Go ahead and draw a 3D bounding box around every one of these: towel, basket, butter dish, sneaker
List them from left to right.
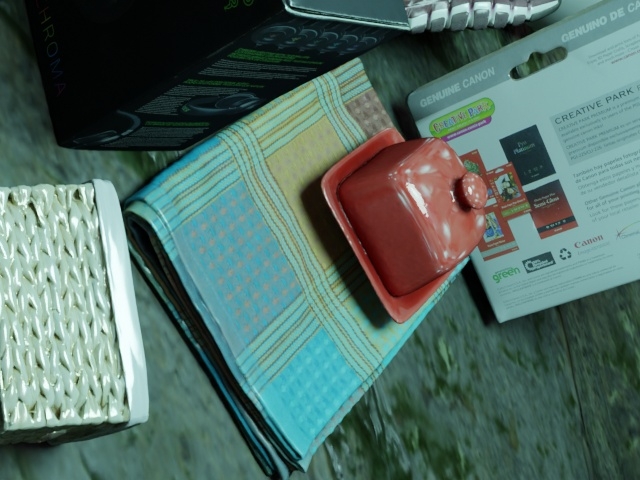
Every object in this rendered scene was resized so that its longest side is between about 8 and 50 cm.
[{"bbox_3d":[-0.193,0.051,0.687,0.103,0.113,0.167,0,75,-42],"label":"basket"},{"bbox_3d":[0.000,0.000,0.964,0.370,0.040,0.271,-43,107,-46],"label":"towel"},{"bbox_3d":[0.102,-0.031,0.972,0.160,0.118,0.160,-39,103,-49],"label":"butter dish"},{"bbox_3d":[0.128,-0.299,1.068,0.281,0.106,0.162,-11,110,-23],"label":"sneaker"}]

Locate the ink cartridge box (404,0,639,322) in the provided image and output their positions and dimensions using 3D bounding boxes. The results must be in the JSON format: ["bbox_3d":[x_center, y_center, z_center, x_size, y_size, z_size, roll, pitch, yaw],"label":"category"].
[{"bbox_3d":[0.284,-0.096,1.087,0.130,0.309,0.272,-32,99,-58],"label":"ink cartridge box"}]

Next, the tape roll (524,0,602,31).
[{"bbox_3d":[0.271,-0.388,1.250,0.169,0.246,0.246,15,64,-42],"label":"tape roll"}]

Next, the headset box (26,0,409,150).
[{"bbox_3d":[-0.089,-0.226,0.776,0.131,0.283,0.246,-5,79,-48],"label":"headset box"}]
